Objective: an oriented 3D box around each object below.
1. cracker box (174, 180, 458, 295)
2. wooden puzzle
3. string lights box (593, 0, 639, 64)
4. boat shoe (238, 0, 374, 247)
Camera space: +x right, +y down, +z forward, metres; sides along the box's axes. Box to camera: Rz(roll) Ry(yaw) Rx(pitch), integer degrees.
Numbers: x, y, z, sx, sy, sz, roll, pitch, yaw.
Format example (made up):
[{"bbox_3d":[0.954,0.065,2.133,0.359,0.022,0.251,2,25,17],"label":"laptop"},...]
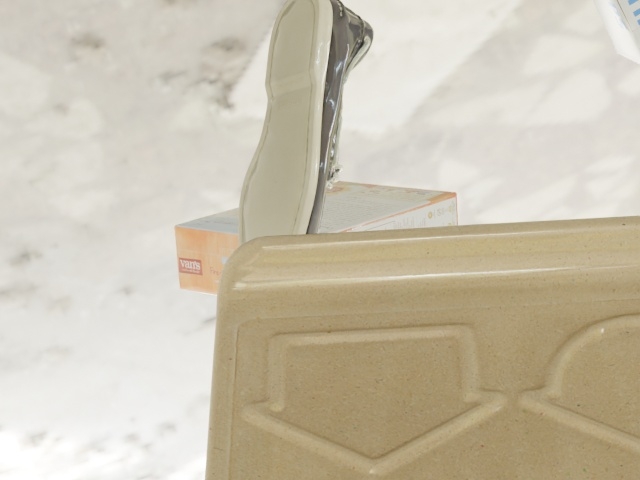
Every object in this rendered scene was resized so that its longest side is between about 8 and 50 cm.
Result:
[{"bbox_3d":[0.000,0.000,1.455,0.156,0.067,0.232,8,-163,40],"label":"cracker box"},{"bbox_3d":[0.102,0.143,0.793,0.322,0.347,0.080,-3,138,4],"label":"wooden puzzle"},{"bbox_3d":[0.342,-0.266,1.281,0.260,0.077,0.133,-30,112,-1],"label":"string lights box"},{"bbox_3d":[-0.003,-0.058,1.022,0.065,0.206,0.075,14,171,-38],"label":"boat shoe"}]
